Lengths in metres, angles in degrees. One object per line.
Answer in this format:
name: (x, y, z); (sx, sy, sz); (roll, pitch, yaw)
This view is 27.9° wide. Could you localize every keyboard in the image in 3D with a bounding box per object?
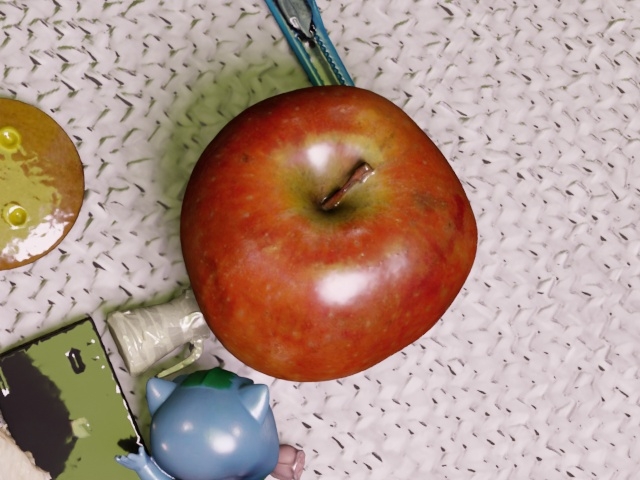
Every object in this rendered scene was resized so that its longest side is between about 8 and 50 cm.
keyboard: (-0.163, 0.222, 1.034); (0.106, 0.027, 0.317); (-22, 91, -9)

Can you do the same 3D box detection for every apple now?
apple: (0.000, 0.000, 0.993); (0.230, 0.230, 0.230); (1, 86, -12)

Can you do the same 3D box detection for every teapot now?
teapot: (-0.125, 0.074, 1.038); (0.083, 0.057, 0.067); (-25, 87, -18)

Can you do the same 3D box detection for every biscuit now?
biscuit: (-0.305, -0.040, 1.017); (0.236, 0.039, 0.180); (-9, 87, -14)

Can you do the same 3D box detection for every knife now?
knife: (0.005, -0.151, 1.093); (0.044, 0.026, 0.296); (-31, 93, -24)

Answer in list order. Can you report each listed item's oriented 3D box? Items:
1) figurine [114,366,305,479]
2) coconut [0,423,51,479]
figurine: (-0.080, 0.189, 1.011); (0.114, 0.144, 0.178); (-2, 81, 22)
coconut: (-0.409, 0.162, 0.807); (0.404, 0.404, 0.405); (1, 86, -12)
